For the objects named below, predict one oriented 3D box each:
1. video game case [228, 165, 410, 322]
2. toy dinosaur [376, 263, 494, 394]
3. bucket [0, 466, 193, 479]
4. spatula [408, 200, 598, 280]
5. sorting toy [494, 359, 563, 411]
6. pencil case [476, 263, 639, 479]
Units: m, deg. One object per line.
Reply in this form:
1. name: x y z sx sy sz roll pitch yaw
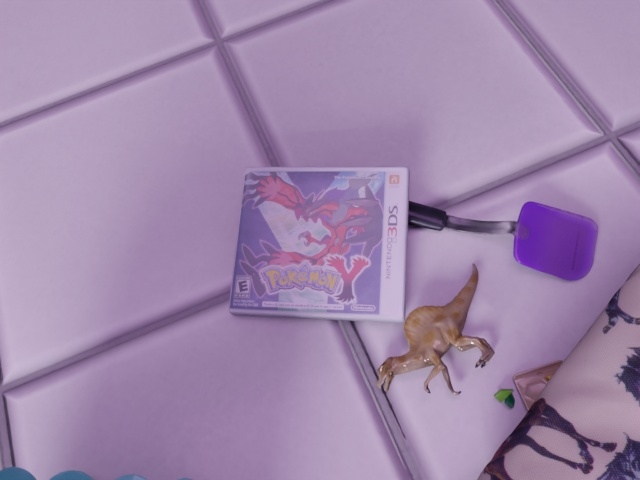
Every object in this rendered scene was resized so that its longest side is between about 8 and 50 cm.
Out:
1. video game case: 0.000 0.000 0.690 0.202 0.023 0.183 1 73 11
2. toy dinosaur: 0.137 0.098 0.628 0.093 0.053 0.183 39 74 24
3. bucket: -0.194 0.281 0.463 0.282 0.281 0.182 1 69 8
4. spatula: 0.170 -0.020 0.695 0.297 0.030 0.084 12 71 13
5. sorting toy: 0.224 0.162 0.606 0.083 0.012 0.062 -17 63 -2
6. pencil case: 0.318 0.135 0.523 0.184 0.159 0.410 34 71 31
